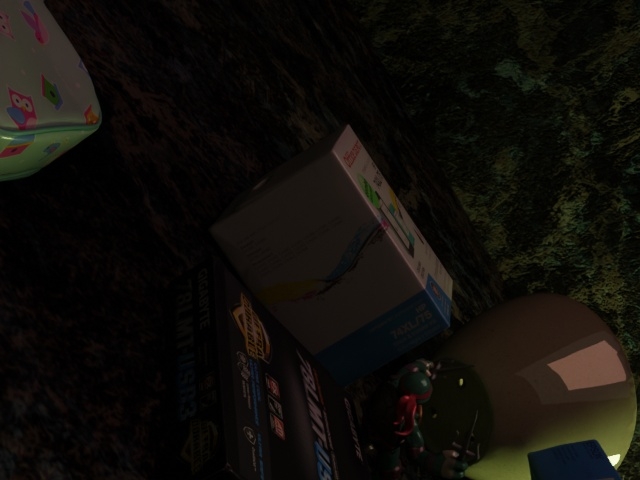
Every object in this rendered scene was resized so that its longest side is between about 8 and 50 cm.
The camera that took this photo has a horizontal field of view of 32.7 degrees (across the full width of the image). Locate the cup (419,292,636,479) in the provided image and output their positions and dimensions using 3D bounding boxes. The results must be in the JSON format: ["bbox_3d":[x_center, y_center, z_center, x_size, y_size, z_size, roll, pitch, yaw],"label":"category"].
[{"bbox_3d":[0.285,0.252,1.705,0.237,0.331,0.331,-2,58,-41],"label":"cup"}]

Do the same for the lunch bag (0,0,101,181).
[{"bbox_3d":[-0.325,-0.181,0.917,0.279,0.108,0.224,57,20,1],"label":"lunch bag"}]

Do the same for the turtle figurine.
[{"bbox_3d":[0.103,0.213,1.302,0.118,0.234,0.175,14,46,-15],"label":"turtle figurine"}]

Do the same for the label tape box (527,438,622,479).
[{"bbox_3d":[0.388,0.489,1.510,0.249,0.115,0.347,-98,175,-76],"label":"label tape box"}]

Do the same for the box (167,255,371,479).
[{"bbox_3d":[-0.043,0.206,1.137,0.293,0.073,0.295,47,20,-35],"label":"box"}]

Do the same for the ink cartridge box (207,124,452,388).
[{"bbox_3d":[0.020,0.021,1.442,0.270,0.197,0.198,56,15,-9],"label":"ink cartridge box"}]
